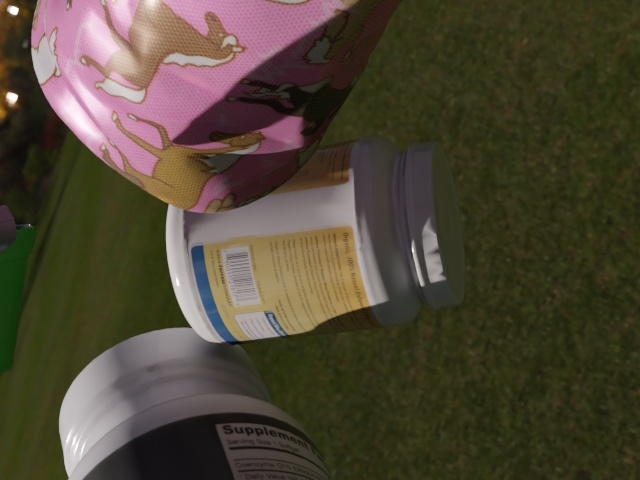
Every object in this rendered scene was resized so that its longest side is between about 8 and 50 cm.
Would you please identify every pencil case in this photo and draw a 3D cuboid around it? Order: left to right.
[{"bbox_3d":[-0.003,-0.165,0.398,0.167,0.160,0.386,-47,-3,-37],"label":"pencil case"}]

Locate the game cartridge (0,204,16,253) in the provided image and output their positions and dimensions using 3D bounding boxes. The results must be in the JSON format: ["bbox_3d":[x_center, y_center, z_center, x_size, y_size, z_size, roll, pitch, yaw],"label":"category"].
[{"bbox_3d":[-0.154,0.010,0.415,0.083,0.017,0.056,-26,0,39],"label":"game cartridge"}]

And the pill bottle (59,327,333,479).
[{"bbox_3d":[-0.073,0.243,0.774,0.210,0.210,0.363,-63,34,25],"label":"pill bottle"}]

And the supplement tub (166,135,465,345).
[{"bbox_3d":[0.000,0.000,0.823,0.144,0.199,0.144,-7,-90,-74],"label":"supplement tub"}]

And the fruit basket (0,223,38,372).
[{"bbox_3d":[-0.525,-0.009,1.156,0.283,0.392,0.392,-1,63,36],"label":"fruit basket"}]
